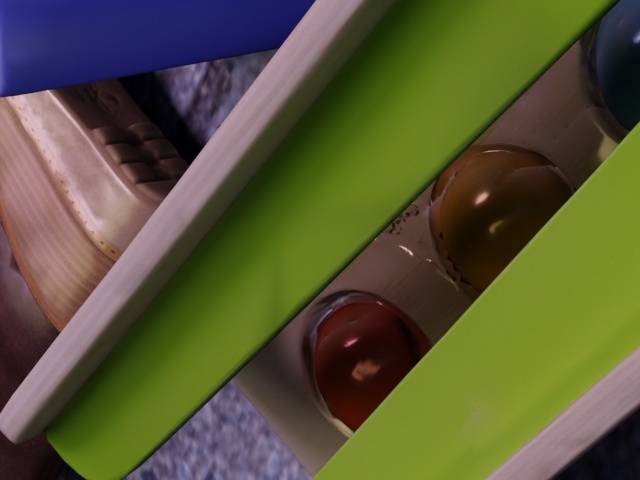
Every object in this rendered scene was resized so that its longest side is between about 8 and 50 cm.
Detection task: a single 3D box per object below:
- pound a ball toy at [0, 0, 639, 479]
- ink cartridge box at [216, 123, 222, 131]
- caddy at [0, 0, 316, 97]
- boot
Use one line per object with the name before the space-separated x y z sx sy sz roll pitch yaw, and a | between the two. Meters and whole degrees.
pound a ball toy | 0.052 0.051 0.531 0.208 0.136 0.319 49 133 9
ink cartridge box | 0.000 0.000 0.659 0.115 0.029 0.063 24 110 52
caddy | -0.066 -0.209 0.632 0.241 0.179 0.341 98 152 -54
boot | -0.152 -0.016 0.818 0.248 0.090 0.207 56 131 33
